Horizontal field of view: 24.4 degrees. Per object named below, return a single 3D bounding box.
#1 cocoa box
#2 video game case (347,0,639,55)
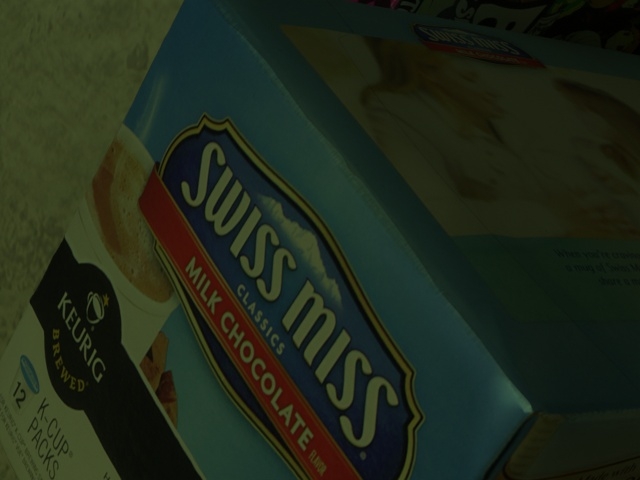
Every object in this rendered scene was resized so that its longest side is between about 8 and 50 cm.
[{"bbox_3d":[0.084,0.061,0.629,0.231,0.347,0.228,54,126,35],"label":"cocoa box"},{"bbox_3d":[0.072,-0.067,0.750,0.232,0.210,0.042,-57,51,30],"label":"video game case"}]
